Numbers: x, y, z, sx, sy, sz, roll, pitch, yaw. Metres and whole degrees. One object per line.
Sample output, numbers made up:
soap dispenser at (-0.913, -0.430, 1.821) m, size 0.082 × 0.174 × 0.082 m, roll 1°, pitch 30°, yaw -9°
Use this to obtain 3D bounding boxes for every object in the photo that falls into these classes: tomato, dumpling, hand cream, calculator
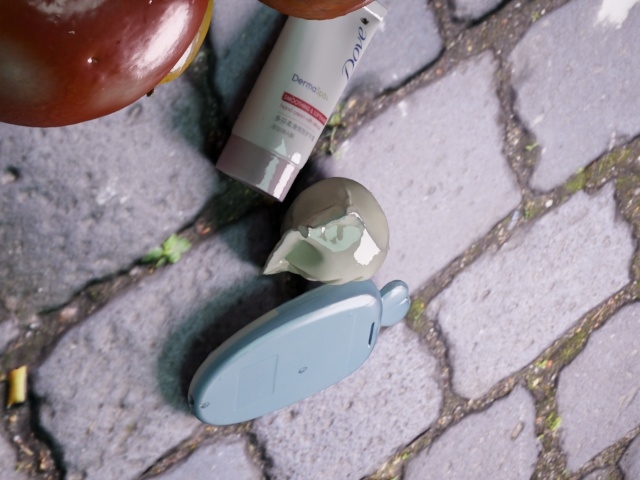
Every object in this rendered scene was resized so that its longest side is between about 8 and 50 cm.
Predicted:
tomato at (-0.245, -0.243, 1.653) m, size 0.321 × 0.321 × 0.321 m, roll -24°, pitch 133°, yaw -29°
dumpling at (0.002, 0.003, 2.223) m, size 0.155 × 0.111 × 0.181 m, roll -24°, pitch 139°, yaw 4°
hand cream at (-0.018, -0.165, 2.104) m, size 0.133 × 0.083 × 0.248 m, roll 28°, pitch 89°, yaw -51°
calculator at (-0.019, 0.124, 2.304) m, size 0.303 × 0.042 × 0.188 m, roll -23°, pitch 147°, yaw -21°

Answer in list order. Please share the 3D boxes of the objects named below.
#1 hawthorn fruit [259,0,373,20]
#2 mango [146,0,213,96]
hawthorn fruit at (-0.011, -0.360, 1.836) m, size 0.298 × 0.277 × 0.277 m, roll 31°, pitch 96°, yaw -30°
mango at (-0.148, -0.230, 1.940) m, size 0.101 × 0.066 × 0.187 m, roll 7°, pitch 105°, yaw -46°
